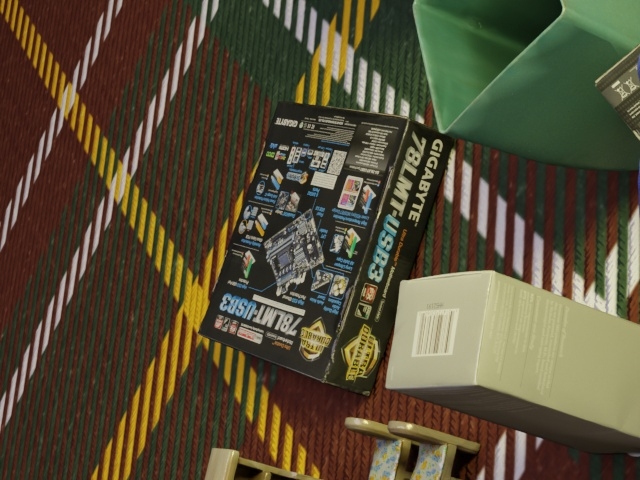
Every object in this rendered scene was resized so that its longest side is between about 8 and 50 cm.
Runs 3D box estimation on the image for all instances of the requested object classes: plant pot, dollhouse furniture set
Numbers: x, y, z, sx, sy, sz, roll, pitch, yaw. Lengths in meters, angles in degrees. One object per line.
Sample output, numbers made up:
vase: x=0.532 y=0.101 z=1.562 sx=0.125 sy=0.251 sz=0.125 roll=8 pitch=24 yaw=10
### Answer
plant pot: x=0.231 y=-0.165 z=1.685 sx=0.165 sy=0.234 sz=0.165 roll=-45 pitch=40 yaw=36
dollhouse furniture set: x=0.007 y=0.277 z=1.869 sx=0.242 sy=0.161 sz=0.212 roll=-6 pitch=68 yaw=57

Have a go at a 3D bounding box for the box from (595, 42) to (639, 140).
box: x=0.374 y=-0.120 z=1.471 sx=0.270 sy=0.216 sz=0.060 roll=-42 pitch=-3 yaw=41

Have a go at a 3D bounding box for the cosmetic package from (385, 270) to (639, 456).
cosmetic package: x=0.187 y=0.106 z=1.605 sx=0.127 sy=0.238 sz=0.107 roll=-9 pitch=68 yaw=54

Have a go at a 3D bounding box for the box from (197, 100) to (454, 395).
box: x=0.000 y=0.000 z=2.128 sx=0.295 sy=0.073 sz=0.293 roll=13 pitch=86 yaw=59

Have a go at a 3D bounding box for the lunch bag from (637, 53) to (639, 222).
lunch bag: x=0.349 y=0.085 z=1.315 sx=0.385 sy=0.239 sz=0.328 roll=82 pitch=180 yaw=-53
